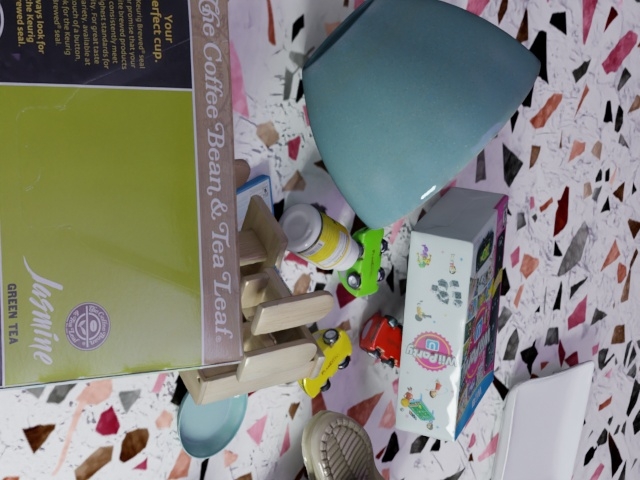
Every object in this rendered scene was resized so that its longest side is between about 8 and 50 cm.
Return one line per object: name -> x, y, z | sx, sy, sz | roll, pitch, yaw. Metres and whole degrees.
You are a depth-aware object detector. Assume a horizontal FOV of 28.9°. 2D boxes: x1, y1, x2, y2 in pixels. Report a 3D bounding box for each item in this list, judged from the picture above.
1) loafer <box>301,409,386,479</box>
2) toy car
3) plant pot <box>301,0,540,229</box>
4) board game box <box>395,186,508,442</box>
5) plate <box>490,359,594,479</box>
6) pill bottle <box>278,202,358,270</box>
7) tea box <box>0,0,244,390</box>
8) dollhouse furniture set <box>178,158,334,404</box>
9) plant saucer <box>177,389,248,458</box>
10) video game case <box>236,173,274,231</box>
loafer -> 0.024, 0.323, 1.729 | 0.102, 0.092, 0.269 | -52, 141, -26
toy car -> 0.047, 0.084, 1.695 | 0.239, 0.053, 0.225 | -13, 114, -49
plant pot -> 0.091, -0.184, 1.500 | 0.195, 0.290, 0.290 | 43, 66, -11
board game box -> 0.192, 0.101, 1.792 | 0.224, 0.097, 0.304 | -41, 138, -61
plate -> 0.387, 0.359, 2.231 | 0.277, 0.045, 0.278 | -8, 110, -50
pill bottle -> 0.000, 0.000, 1.592 | 0.116, 0.065, 0.065 | 32, 79, -52
tea box -> -0.254, -0.052, 1.012 | 0.323, 0.220, 0.329 | -2, 90, -33
dollhouse furniture set -> -0.065, 0.058, 1.401 | 0.161, 0.212, 0.242 | -11, 140, -30
plant saucer -> -0.139, 0.212, 1.542 | 0.119, 0.021, 0.119 | -22, 121, -44
video game case -> -0.098, 0.015, 1.518 | 0.119, 0.015, 0.166 | -31, 126, -41
